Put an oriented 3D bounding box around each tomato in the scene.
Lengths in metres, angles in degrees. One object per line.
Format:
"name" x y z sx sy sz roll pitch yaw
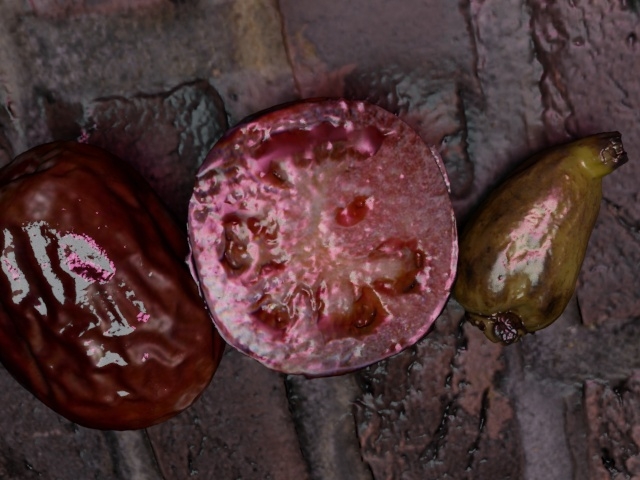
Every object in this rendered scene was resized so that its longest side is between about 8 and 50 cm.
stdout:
"tomato" -0.002 -0.001 0.691 0.225 0.085 0.224 0 91 -16

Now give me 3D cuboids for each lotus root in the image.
"lotus root" 0.178 -0.010 0.703 0.108 0.094 0.190 17 106 -34

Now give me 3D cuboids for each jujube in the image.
"jujube" -0.181 0.045 0.703 0.184 0.183 0.243 -21 119 13
